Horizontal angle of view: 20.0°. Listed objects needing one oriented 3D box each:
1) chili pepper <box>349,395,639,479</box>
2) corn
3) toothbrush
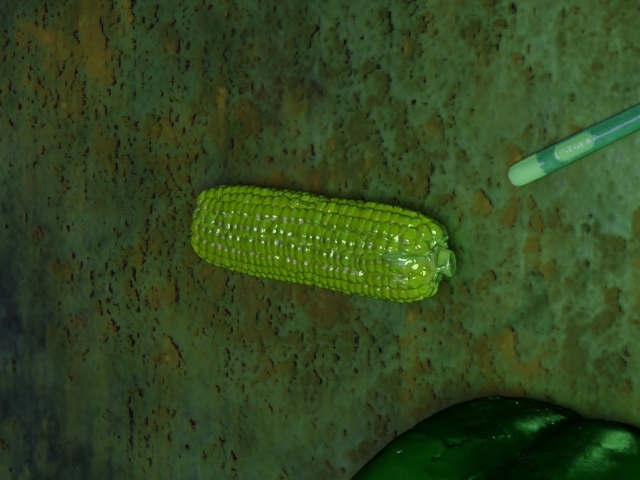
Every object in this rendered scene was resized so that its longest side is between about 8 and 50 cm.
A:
[{"bbox_3d":[0.134,0.242,1.317,0.233,0.257,0.248,-13,90,38],"label":"chili pepper"},{"bbox_3d":[0.000,0.000,1.450,0.238,0.080,0.080,12,100,27],"label":"corn"},{"bbox_3d":[0.257,-0.102,1.347,0.276,0.025,0.019,-26,84,25],"label":"toothbrush"}]
